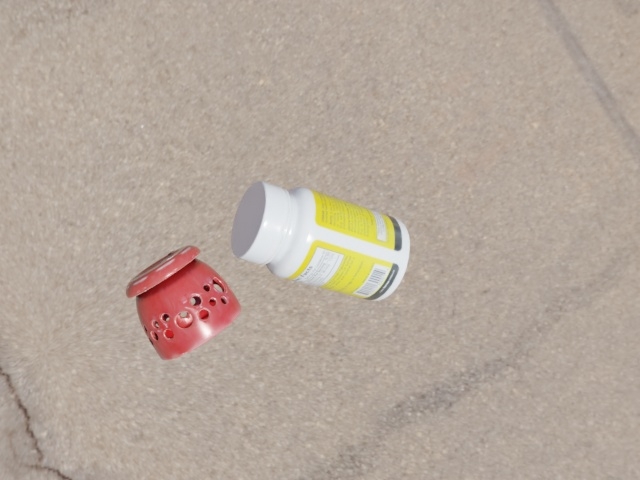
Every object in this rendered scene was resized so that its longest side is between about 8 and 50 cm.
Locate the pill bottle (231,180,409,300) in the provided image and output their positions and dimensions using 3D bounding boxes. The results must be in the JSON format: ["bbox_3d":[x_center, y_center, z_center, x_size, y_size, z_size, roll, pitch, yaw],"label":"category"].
[{"bbox_3d":[0.000,0.000,0.866,0.208,0.119,0.119,17,75,-27],"label":"pill bottle"}]

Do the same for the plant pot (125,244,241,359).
[{"bbox_3d":[-0.281,0.118,1.347,0.191,0.191,0.174,-37,100,-23],"label":"plant pot"}]
